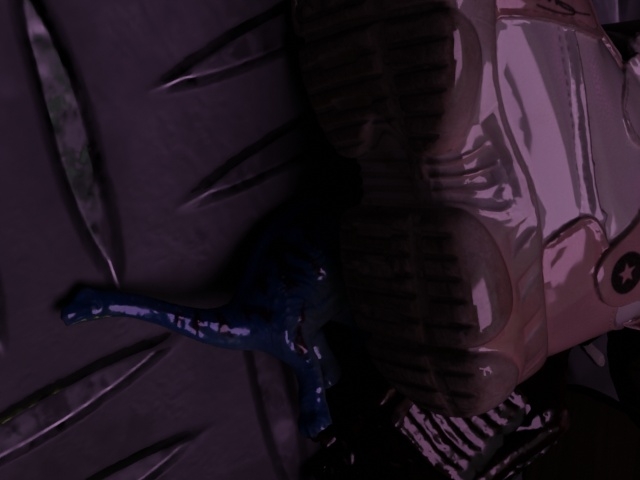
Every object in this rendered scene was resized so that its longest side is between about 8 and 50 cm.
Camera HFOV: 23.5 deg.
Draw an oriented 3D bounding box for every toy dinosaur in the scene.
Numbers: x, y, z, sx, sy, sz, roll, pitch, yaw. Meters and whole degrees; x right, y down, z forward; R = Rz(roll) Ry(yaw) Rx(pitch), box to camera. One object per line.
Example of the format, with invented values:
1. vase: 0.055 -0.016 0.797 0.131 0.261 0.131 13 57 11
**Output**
1. toy dinosaur: 0.004 0.032 0.981 0.329 0.076 0.144 -28 97 -23

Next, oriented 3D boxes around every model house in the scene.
1. model house: 0.092 0.092 1.050 0.203 0.141 0.164 -40 138 -27

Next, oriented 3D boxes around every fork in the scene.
1. fork: 0.204 0.075 1.215 0.016 0.012 0.115 -45 135 0

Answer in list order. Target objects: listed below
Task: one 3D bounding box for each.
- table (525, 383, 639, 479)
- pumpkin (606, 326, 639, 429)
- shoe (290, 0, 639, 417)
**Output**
1. table: 0.367 0.207 1.260 0.249 0.317 0.317 -38 134 -36
2. pumpkin: 0.271 0.048 1.071 0.223 0.157 0.224 -5 90 -69
3. shoe: 0.108 -0.085 0.903 0.198 0.172 0.351 -14 107 -29
